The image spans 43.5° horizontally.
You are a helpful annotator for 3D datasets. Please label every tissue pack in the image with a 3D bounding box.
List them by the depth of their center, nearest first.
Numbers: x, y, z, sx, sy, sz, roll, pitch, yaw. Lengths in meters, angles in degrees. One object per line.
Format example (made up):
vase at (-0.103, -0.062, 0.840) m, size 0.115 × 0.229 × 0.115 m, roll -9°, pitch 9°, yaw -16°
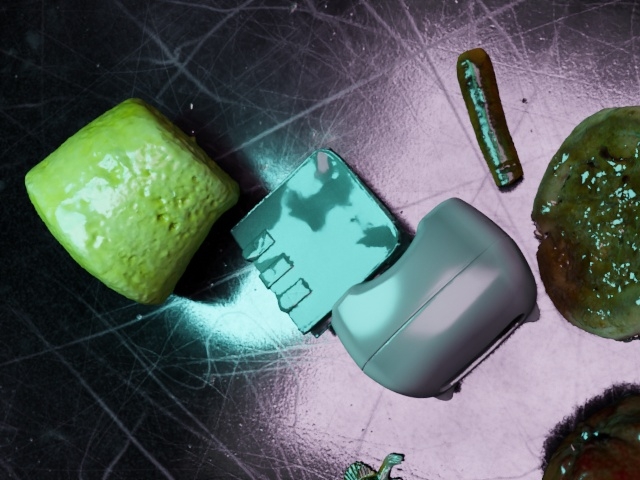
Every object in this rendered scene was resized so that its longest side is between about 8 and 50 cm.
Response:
tissue pack at (0.205, 0.114, 1.362) m, size 0.333 × 0.229 × 0.236 m, roll -45°, pitch 69°, yaw 8°

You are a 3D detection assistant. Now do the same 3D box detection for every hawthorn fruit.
hawthorn fruit at (0.506, 0.401, 1.223) m, size 0.325 × 0.308 × 0.308 m, roll 30°, pitch 93°, yaw 7°

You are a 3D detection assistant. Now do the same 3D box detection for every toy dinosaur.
toy dinosaur at (0.073, 0.459, 1.470) m, size 0.187 × 0.044 × 0.106 m, roll -27°, pitch 64°, yaw 25°

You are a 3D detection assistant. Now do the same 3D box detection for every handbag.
handbag at (0.004, -0.001, 1.494) m, size 0.274 × 0.100 × 0.268 m, roll -46°, pitch 66°, yaw 12°

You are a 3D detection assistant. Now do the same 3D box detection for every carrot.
carrot at (0.308, -0.222, 1.456) m, size 0.070 × 0.070 × 0.260 m, roll -18°, pitch 81°, yaw 13°

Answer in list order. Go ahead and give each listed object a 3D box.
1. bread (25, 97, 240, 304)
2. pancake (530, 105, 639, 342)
bread at (-0.337, -0.076, 1.491) m, size 0.308 × 0.348 × 0.348 m, roll -42°, pitch 75°, yaw 2°
pancake at (0.462, -0.026, 1.279) m, size 0.071 × 0.382 × 0.382 m, roll 1°, pitch 83°, yaw -25°
